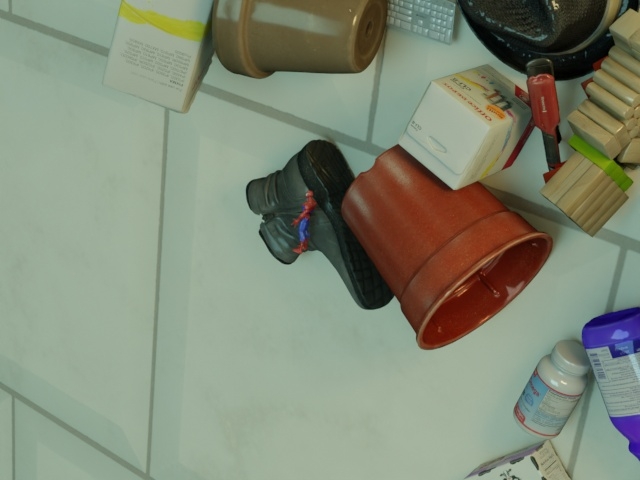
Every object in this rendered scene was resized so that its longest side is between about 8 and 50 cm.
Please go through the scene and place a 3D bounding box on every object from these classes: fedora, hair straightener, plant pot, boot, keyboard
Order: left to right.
[{"bbox_3d":[-0.018,-0.377,1.904,0.229,0.263,0.263,18,118,18],"label":"plant pot"},{"bbox_3d":[0.000,0.000,2.121,0.223,0.118,0.338,-35,72,45],"label":"boot"},{"bbox_3d":[0.121,-0.393,1.914,0.256,0.014,0.072,27,121,36],"label":"keyboard"},{"bbox_3d":[0.187,-0.009,1.864,0.265,0.272,0.272,51,131,24],"label":"plant pot"},{"bbox_3d":[0.298,-0.385,1.689,0.334,0.152,0.334,15,115,36],"label":"fedora"},{"bbox_3d":[0.353,-0.186,1.746,0.047,0.089,0.230,-11,133,18],"label":"hair straightener"}]

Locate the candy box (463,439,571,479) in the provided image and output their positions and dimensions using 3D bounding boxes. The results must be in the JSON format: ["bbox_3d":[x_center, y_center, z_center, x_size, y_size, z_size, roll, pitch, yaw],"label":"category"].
[{"bbox_3d":[0.369,0.467,1.999,0.165,0.070,0.196,-33,84,42],"label":"candy box"}]

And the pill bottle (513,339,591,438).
[{"bbox_3d":[0.387,0.245,1.892,0.087,0.087,0.160,36,125,24],"label":"pill bottle"}]

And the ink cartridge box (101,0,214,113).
[{"bbox_3d":[-0.236,-0.458,1.999,0.160,0.279,0.384,19,122,-3],"label":"ink cartridge box"}]

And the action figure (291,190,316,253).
[{"bbox_3d":[-0.029,-0.035,2.030,0.030,0.038,0.115,24,116,22],"label":"action figure"}]

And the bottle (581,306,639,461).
[{"bbox_3d":[0.505,0.249,1.791,0.118,0.092,0.282,-18,94,43],"label":"bottle"}]

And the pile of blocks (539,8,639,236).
[{"bbox_3d":[0.433,-0.187,1.682,0.112,0.149,0.362,47,123,42],"label":"pile of blocks"}]

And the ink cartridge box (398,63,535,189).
[{"bbox_3d":[0.237,-0.180,1.799,0.128,0.176,0.127,41,128,20],"label":"ink cartridge box"}]
